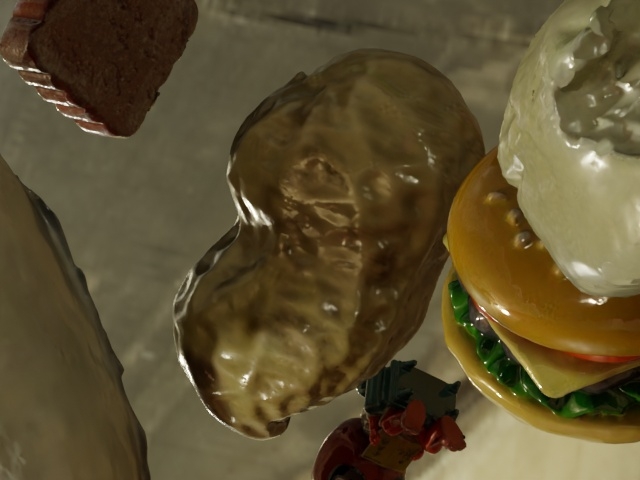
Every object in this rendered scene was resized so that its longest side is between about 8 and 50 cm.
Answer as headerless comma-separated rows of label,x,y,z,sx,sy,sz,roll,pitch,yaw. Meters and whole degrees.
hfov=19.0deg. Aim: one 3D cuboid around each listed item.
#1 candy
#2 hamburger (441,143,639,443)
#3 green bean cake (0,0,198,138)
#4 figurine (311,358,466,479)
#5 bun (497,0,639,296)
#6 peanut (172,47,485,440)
candy,-0.278,0.069,1.189,0.186,0.426,0.386,-20,-175,-32
hamburger,0.135,0.017,0.900,0.162,0.162,0.115,7,138,9
green bean cake,-0.169,-0.162,1.453,0.056,0.135,0.135,11,157,45
figurine,0.038,0.135,1.260,0.068,0.075,0.140,22,136,-23
bun,0.157,-0.060,0.610,0.210,0.116,0.237,-20,177,2
peanut,0.000,0.000,1.085,0.110,0.233,0.197,18,-174,-32
